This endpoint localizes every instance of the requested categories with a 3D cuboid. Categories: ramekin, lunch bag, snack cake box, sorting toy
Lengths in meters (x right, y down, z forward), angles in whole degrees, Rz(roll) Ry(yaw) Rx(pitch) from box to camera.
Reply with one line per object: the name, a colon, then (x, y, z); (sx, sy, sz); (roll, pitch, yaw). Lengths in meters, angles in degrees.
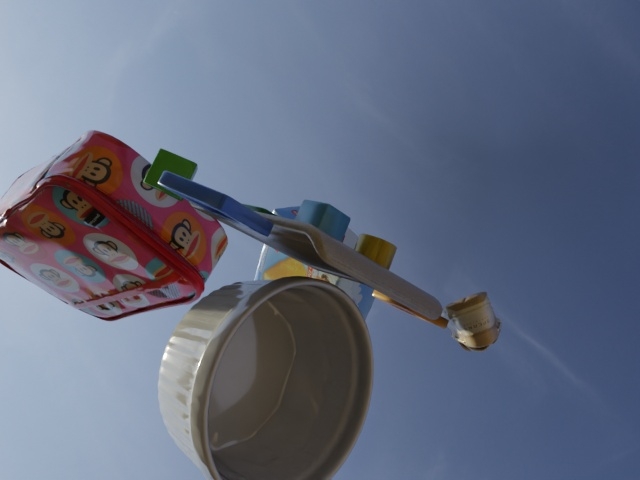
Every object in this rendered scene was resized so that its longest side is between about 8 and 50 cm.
ramekin: (-0.054, 0.133, 0.537); (0.109, 0.207, 0.207); (5, -79, 45)
lunch bag: (-0.267, 0.007, 0.718); (0.293, 0.120, 0.258); (-16, -48, 41)
snack cake box: (-0.023, 0.099, 0.792); (0.152, 0.089, 0.264); (46, -49, 36)
sorting toy: (0.000, 0.000, 0.508); (0.196, 0.347, 0.047); (20, -97, 46)

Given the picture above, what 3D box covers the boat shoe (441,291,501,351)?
boat shoe: (0.169, 0.096, 0.623); (0.063, 0.170, 0.059); (-22, -104, 12)
